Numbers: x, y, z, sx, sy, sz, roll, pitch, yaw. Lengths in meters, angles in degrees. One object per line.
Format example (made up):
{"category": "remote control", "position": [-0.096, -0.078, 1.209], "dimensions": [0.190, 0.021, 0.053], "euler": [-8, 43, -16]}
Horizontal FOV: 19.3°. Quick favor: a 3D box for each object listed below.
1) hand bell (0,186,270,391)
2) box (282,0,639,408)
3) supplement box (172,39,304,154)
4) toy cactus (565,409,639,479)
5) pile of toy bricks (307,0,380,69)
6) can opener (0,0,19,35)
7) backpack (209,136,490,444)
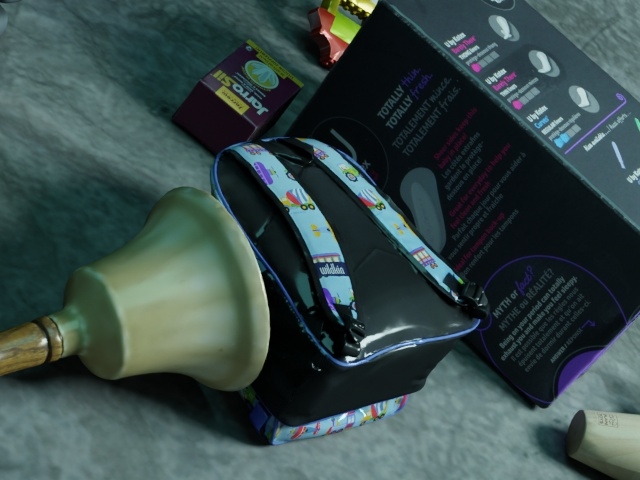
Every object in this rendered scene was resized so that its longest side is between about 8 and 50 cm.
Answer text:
{"category": "hand bell", "position": [-0.161, 0.059, 1.048], "dimensions": [0.242, 0.126, 0.126], "euler": [-18, 62, -34]}
{"category": "box", "position": [0.131, -0.045, 1.328], "dimensions": [0.270, 0.165, 0.143], "euler": [43, 37, 7]}
{"category": "supplement box", "position": [-0.058, -0.099, 1.332], "dimensions": [0.055, 0.043, 0.083], "euler": [40, 36, 1]}
{"category": "toy cactus", "position": [0.261, 0.153, 1.292], "dimensions": [0.180, 0.112, 0.219], "euler": [16, 49, -12]}
{"category": "pile of toy bricks", "position": [0.096, -0.132, 1.465], "dimensions": [0.212, 0.118, 0.105], "euler": [29, 68, -26]}
{"category": "can opener", "position": [-0.314, -0.234, 1.236], "dimensions": [0.280, 0.074, 0.093], "euler": [40, 19, -1]}
{"category": "backpack", "position": [-0.008, 0.023, 1.177], "dimensions": [0.158, 0.117, 0.173], "euler": [-13, 59, -46]}
